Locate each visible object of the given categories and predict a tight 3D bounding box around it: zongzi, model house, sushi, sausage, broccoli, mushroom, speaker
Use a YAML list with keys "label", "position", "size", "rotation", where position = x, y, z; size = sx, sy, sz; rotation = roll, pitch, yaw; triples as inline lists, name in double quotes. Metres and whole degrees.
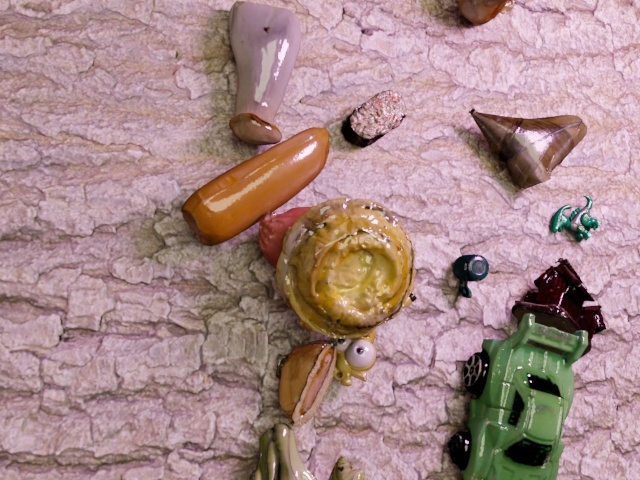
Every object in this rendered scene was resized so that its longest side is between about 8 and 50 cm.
- label: "zongzi"
  position: [0.493, -0.273, 1.394]
  size: [0.221, 0.112, 0.242]
  rotation: [-42, 91, -19]
- label: "model house"
  position: [0.548, 0.158, 1.323]
  size: [0.203, 0.141, 0.164]
  rotation: [52, 47, -22]
- label: "sushi"
  position: [0.122, -0.269, 1.297]
  size: [0.150, 0.078, 0.090]
  rotation: [-35, 90, -22]
- label: "sausage"
  position: [0.000, 0.000, 1.166]
  size: [0.254, 0.148, 0.148]
  rotation: [0, 78, -12]
- label: "broccoli"
  position: [-0.054, 0.440, 1.018]
  size: [0.263, 0.247, 0.243]
  rotation: [-30, 48, 15]
- label: "mushroom"
  position: [-0.130, -0.350, 1.232]
  size: [0.159, 0.122, 0.328]
  rotation: [1, 73, 20]
- label: "sausage"
  position: [-0.104, -0.119, 1.164]
  size: [0.354, 0.134, 0.116]
  rotation: [-35, 65, -19]
- label: "speaker"
  position: [0.321, 0.076, 1.282]
  size: [0.060, 0.075, 0.094]
  rotation: [29, 80, -9]

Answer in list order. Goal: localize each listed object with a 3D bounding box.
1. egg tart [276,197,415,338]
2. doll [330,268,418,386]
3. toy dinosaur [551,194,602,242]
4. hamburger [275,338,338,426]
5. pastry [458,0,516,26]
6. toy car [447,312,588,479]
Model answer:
- label: "egg tart"
  position: [0.056, 0.058, 1.071]
  size: [0.279, 0.095, 0.279]
  rotation: [-3, 103, -12]
- label: "doll"
  position: [0.102, 0.158, 1.191]
  size: [0.117, 0.086, 0.291]
  rotation: [26, 69, 22]
- label: "toy dinosaur"
  position: [0.619, -0.054, 1.416]
  size: [0.096, 0.059, 0.132]
  rotation: [39, 78, 1]
- label: "hamburger"
  position: [-0.034, 0.257, 1.129]
  size: [0.087, 0.102, 0.176]
  rotation: [19, 92, -46]
- label: "pastry"
  position: [0.435, -0.632, 1.394]
  size: [0.121, 0.236, 0.257]
  rotation: [43, 70, 5]
- label: "toy car"
  position: [0.410, 0.344, 1.194]
  size: [0.213, 0.176, 0.358]
  rotation: [20, 73, -11]
